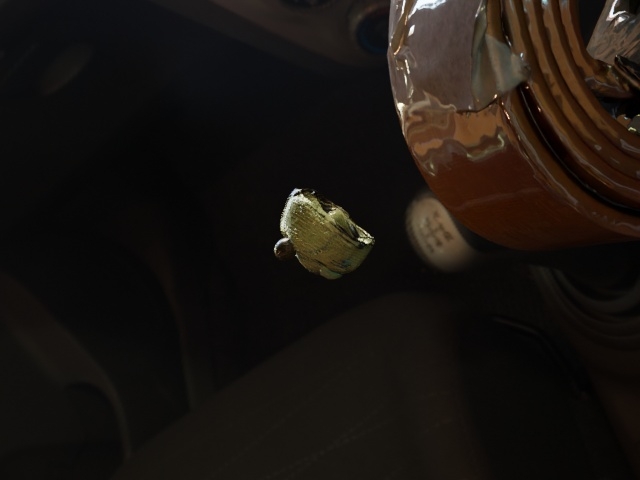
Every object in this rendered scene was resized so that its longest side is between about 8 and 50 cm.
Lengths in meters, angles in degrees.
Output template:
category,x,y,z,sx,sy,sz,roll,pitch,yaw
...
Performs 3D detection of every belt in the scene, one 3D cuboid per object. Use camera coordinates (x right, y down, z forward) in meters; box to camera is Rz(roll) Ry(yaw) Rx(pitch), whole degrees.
category,x,y,z,sx,sy,sz,roll,pitch,yaw
belt,0.130,-0.125,0.427,0.261,0.184,0.105,-64,16,-15

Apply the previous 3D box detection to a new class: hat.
category,x,y,z,sx,sy,sz,roll,pitch,yaw
hat,0.000,0.000,0.774,0.076,0.077,0.059,37,97,16
